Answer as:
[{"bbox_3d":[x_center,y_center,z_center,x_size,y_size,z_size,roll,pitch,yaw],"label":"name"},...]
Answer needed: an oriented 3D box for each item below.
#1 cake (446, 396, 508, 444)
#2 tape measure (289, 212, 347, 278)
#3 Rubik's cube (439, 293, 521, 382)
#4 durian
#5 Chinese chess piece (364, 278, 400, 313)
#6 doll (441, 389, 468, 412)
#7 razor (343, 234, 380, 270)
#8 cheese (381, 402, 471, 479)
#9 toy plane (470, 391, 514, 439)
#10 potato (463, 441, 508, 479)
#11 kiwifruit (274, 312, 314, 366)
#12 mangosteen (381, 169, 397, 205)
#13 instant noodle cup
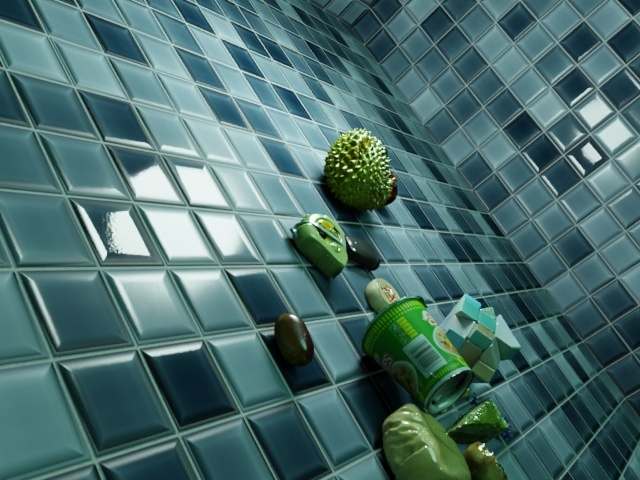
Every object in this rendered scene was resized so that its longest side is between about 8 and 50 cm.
[{"bbox_3d":[0.408,0.503,1.759,0.099,0.100,0.235,56,25,16],"label":"cake"},{"bbox_3d":[0.000,0.000,1.824,0.177,0.087,0.154,43,37,-10],"label":"tape measure"},{"bbox_3d":[0.456,0.312,1.986,0.212,0.224,0.265,34,27,4],"label":"Rubik's cube"},{"bbox_3d":[0.123,-0.226,2.224,0.291,0.224,0.291,164,-90,-88],"label":"durian"},{"bbox_3d":[0.184,0.168,1.932,0.122,0.051,0.122,38,26,-22],"label":"Chinese chess piece"},{"bbox_3d":[0.313,0.383,1.785,0.098,0.135,0.241,31,9,37],"label":"doll"},{"bbox_3d":[0.118,0.034,2.013,0.148,0.054,0.090,25,30,-43],"label":"razor"},{"bbox_3d":[0.235,0.478,1.507,0.226,0.117,0.214,31,26,-44],"label":"cheese"},{"bbox_3d":[0.504,0.516,1.956,0.167,0.062,0.054,42,23,10],"label":"toy plane"},{"bbox_3d":[0.385,0.576,1.581,0.164,0.081,0.201,47,-19,53],"label":"potato"},{"bbox_3d":[-0.058,0.214,1.438,0.075,0.075,0.125,14,45,-52],"label":"kiwifruit"},{"bbox_3d":[0.230,-0.200,2.442,0.140,0.140,0.140,38,27,-23],"label":"mangosteen"},{"bbox_3d":[0.244,0.282,1.616,0.207,0.207,0.233,18,24,-49],"label":"instant noodle cup"}]
